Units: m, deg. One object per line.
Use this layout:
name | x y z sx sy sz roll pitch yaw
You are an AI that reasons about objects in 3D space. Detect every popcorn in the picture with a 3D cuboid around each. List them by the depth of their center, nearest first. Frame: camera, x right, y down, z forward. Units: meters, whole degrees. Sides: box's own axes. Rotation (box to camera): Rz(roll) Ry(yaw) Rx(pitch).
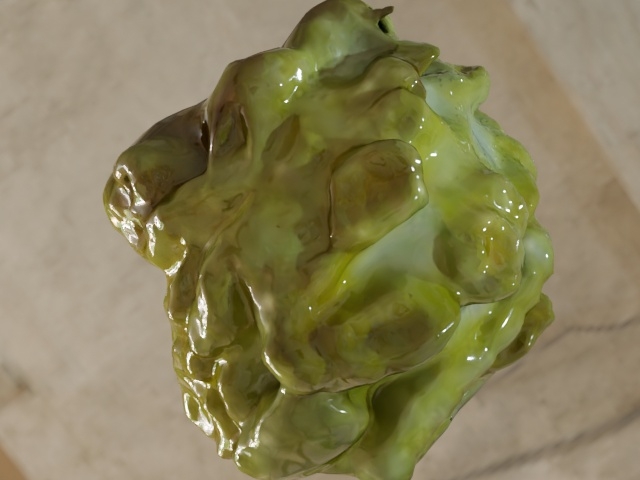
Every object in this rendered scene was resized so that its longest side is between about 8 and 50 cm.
popcorn | 0.015 0.008 1.176 0.312 0.312 0.312 -35 -168 8
